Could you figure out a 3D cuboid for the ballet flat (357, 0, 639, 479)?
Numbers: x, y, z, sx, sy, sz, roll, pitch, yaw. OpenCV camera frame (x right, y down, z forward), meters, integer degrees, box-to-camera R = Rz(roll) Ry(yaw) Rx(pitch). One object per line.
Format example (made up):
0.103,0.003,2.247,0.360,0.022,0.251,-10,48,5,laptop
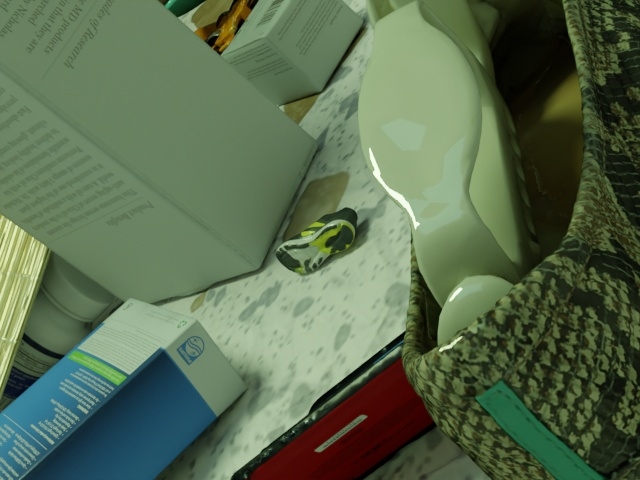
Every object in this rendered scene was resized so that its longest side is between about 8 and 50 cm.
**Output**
0.098,-0.075,0.562,0.164,0.182,0.483,-37,27,28,ballet flat

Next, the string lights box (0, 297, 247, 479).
-0.195,0.161,0.763,0.260,0.076,0.133,-43,25,-21,string lights box

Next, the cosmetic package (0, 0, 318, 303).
-0.251,-0.140,0.911,0.230,0.453,0.161,-18,39,49,cosmetic package

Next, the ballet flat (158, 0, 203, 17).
-0.120,-0.378,1.270,0.342,0.124,0.116,-37,4,-40,ballet flat

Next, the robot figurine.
-0.141,-0.204,1.258,0.291,0.085,0.211,-29,33,40,robot figurine

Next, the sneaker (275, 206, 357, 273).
0.000,0.000,0.810,0.083,0.031,0.035,-23,22,38,sneaker

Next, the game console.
0.022,0.083,0.591,0.144,0.124,0.085,-41,53,20,game console

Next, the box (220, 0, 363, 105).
-0.030,-0.215,1.083,0.102,0.087,0.101,-7,49,57,box

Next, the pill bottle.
-0.314,0.098,1.090,0.187,0.112,0.112,-44,26,13,pill bottle

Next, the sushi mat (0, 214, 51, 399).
-0.350,0.102,1.024,0.151,0.019,0.316,-4,64,39,sushi mat
